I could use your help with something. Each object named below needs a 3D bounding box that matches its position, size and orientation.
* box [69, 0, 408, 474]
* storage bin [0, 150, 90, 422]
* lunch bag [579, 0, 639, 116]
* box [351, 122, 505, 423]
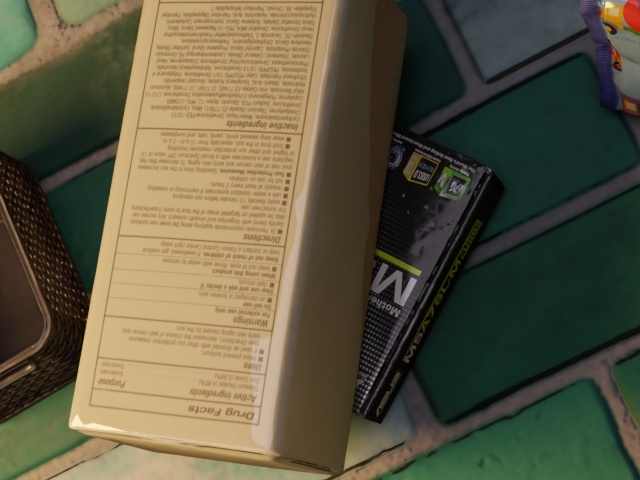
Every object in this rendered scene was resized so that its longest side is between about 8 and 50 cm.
[{"bbox_3d":[-0.046,-0.017,0.994,0.148,0.121,0.311,5,79,23],"label":"box"},{"bbox_3d":[-0.248,0.029,1.123,0.122,0.084,0.180,-30,69,10],"label":"storage bin"},{"bbox_3d":[0.323,-0.205,0.973,0.221,0.138,0.293,18,71,24],"label":"lunch bag"},{"bbox_3d":[0.000,0.000,1.063,0.190,0.045,0.184,28,86,24],"label":"box"}]
